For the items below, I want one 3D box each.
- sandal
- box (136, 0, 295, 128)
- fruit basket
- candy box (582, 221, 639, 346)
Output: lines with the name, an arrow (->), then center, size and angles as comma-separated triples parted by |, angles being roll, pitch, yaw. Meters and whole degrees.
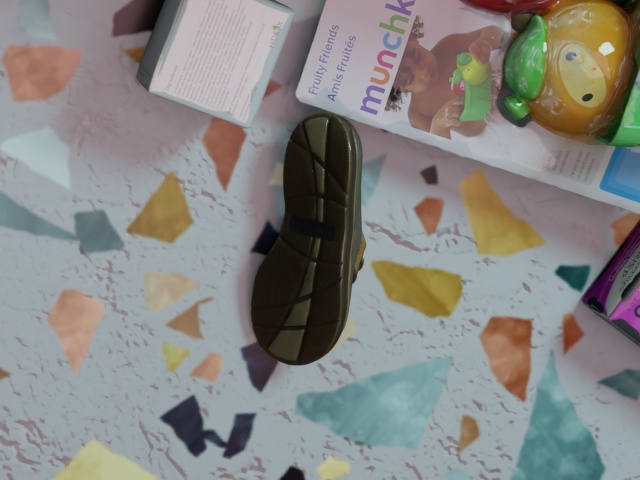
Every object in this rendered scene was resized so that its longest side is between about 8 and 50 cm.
sandal -> 0.000, 0.000, 1.459 | 0.060, 0.090, 0.219 | -15, 117, -55
box -> -0.084, -0.152, 1.389 | 0.087, 0.101, 0.102 | 21, 97, -15
fruit basket -> 0.197, -0.208, 1.406 | 0.353, 0.165, 0.327 | 18, 98, -12
candy box -> 0.369, 0.062, 1.547 | 0.233, 0.071, 0.159 | 36, 93, -17
